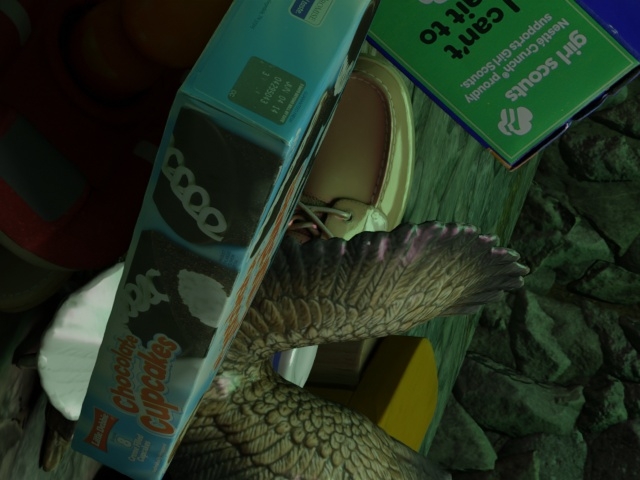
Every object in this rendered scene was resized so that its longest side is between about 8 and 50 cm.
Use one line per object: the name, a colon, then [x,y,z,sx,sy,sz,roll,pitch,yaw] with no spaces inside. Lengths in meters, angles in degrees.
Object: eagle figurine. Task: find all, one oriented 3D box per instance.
eagle figurine: [-0.031,0.079,1.261,0.226,0.298,0.225,90,20,-53]

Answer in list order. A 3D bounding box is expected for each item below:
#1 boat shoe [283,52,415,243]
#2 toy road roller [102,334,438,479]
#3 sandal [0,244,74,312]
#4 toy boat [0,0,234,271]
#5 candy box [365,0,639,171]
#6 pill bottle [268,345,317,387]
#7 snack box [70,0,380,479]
boat shoe: [0.000,0.000,1.723,0.110,0.122,0.341,-36,142,-72]
toy road roller: [-0.031,0.228,1.563,0.329,0.203,0.240,-61,147,-49]
sandal: [-0.160,-0.068,1.090,0.079,0.088,0.240,57,34,-32]
toy boat: [-0.100,-0.103,0.988,0.151,0.151,0.231,-24,-150,42]
candy box: [0.060,-0.241,1.148,0.122,0.317,0.268,-40,-161,34]
pill bottle: [-0.075,0.067,1.431,0.078,0.137,0.078,16,90,-77]
snack box: [-0.044,-0.026,0.992,0.322,0.060,0.187,114,2,-52]
